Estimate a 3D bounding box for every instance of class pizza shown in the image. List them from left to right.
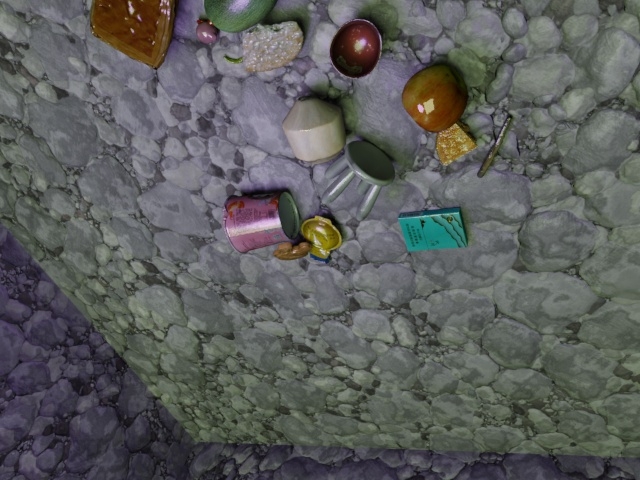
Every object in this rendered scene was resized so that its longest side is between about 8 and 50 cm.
[{"bbox_3d":[0.438,-0.319,1.711,0.134,0.046,0.175,18,133,8],"label":"pizza"}]

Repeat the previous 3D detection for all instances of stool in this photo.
[{"bbox_3d":[0.124,-0.213,1.823,0.195,0.195,0.199,26,133,-19],"label":"stool"}]

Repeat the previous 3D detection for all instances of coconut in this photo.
[{"bbox_3d":[-0.021,-0.374,1.752,0.202,0.202,0.222,1,132,21],"label":"coconut"}]

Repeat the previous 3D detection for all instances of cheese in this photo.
[{"bbox_3d":[0.000,0.000,2.143,0.177,0.069,0.270,18,139,11],"label":"cheese"}]

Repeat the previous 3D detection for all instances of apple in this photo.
[{"bbox_3d":[0.341,-0.424,1.569,0.196,0.196,0.196,11,131,13],"label":"apple"}]

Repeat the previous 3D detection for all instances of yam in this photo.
[{"bbox_3d":[0.556,-0.295,1.696,0.029,0.027,0.234,0,135,-17],"label":"yam"}]

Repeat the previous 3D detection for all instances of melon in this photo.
[{"bbox_3d":[-0.220,-0.726,1.544,0.287,0.182,0.182,-20,119,37],"label":"melon"}]

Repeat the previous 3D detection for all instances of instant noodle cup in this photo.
[{"bbox_3d":[-0.225,-0.081,2.066,0.231,0.243,0.243,-10,124,20],"label":"instant noodle cup"}]

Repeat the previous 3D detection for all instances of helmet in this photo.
[{"bbox_3d":[0.113,-0.584,1.578,0.155,0.106,0.175,20,131,3],"label":"helmet"}]

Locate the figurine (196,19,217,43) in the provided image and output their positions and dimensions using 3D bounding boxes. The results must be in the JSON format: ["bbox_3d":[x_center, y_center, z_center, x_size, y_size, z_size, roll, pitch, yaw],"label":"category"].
[{"bbox_3d":[-0.373,-0.680,1.723,0.083,0.067,0.071,16,114,30],"label":"figurine"}]

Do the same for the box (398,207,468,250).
[{"bbox_3d":[0.417,-0.039,1.958,0.226,0.042,0.161,-4,127,26],"label":"box"}]

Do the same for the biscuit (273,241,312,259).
[{"bbox_3d":[-0.120,0.049,2.178,0.144,0.040,0.236,6,161,-11],"label":"biscuit"}]

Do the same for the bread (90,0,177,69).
[{"bbox_3d":[-0.574,-0.737,1.689,0.277,0.167,0.324,30,142,-5],"label":"bread"}]

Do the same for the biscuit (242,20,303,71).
[{"bbox_3d":[-0.163,-0.611,1.664,0.265,0.040,0.188,-20,152,37],"label":"biscuit"}]

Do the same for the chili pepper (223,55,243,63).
[{"bbox_3d":[-0.288,-0.610,1.781,0.083,0.017,0.030,1,128,17],"label":"chili pepper"}]
